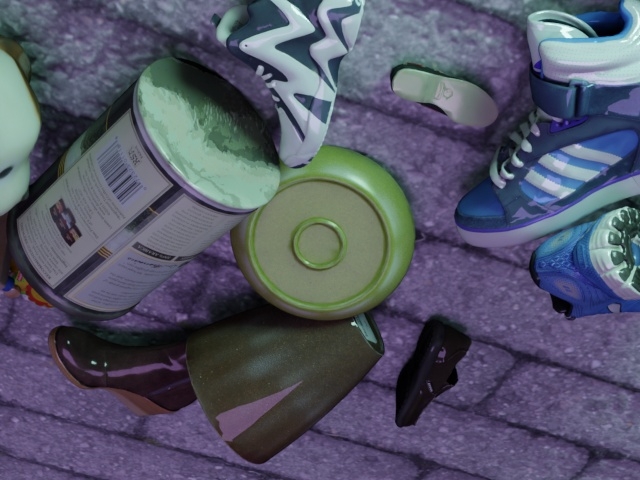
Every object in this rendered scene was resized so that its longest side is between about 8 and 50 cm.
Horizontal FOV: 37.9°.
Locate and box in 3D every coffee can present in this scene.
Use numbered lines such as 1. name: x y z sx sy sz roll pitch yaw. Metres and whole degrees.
1. coffee can: -0.211 -0.054 1.105 0.201 0.201 0.275 37 127 -26

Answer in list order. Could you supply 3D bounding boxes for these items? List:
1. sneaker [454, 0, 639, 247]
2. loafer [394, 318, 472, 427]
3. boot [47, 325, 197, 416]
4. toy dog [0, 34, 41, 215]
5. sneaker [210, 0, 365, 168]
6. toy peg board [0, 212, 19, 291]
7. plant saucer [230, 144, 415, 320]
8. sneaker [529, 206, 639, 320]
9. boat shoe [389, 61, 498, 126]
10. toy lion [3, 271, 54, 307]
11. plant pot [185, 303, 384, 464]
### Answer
1. sneaker: 0.251 -0.142 1.040 0.323 0.130 0.236 -22 119 30
2. loafer: 0.168 0.213 1.406 0.078 0.080 0.220 13 134 -6
3. boot: -0.262 0.174 1.418 0.207 0.090 0.248 -25 132 23
4. toy dog: -0.516 -0.120 1.064 0.408 0.284 0.395 -4 113 9
5. sneaker: -0.053 -0.194 1.029 0.153 0.094 0.235 15 133 -6
6. toy peg board: -0.456 0.021 1.244 0.161 0.161 0.079 -14 146 18
7. plant saucer: 0.000 0.000 1.186 0.241 0.037 0.241 2 111 5
8. sneaker: 0.359 0.030 1.137 0.147 0.130 0.330 -12 164 38
9. boat shoe: 0.142 -0.169 1.070 0.133 0.042 0.049 18 113 -11
10. toy lion: -0.404 0.059 1.356 0.096 0.034 0.100 15 133 -18
11. plant pot: -0.034 0.168 1.318 0.230 0.215 0.215 -30 125 14
